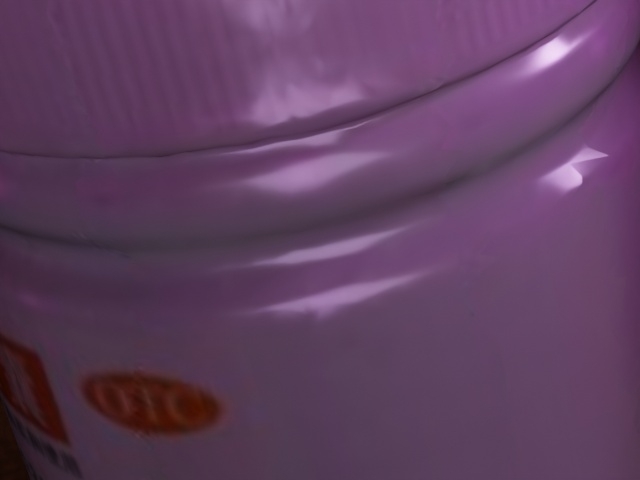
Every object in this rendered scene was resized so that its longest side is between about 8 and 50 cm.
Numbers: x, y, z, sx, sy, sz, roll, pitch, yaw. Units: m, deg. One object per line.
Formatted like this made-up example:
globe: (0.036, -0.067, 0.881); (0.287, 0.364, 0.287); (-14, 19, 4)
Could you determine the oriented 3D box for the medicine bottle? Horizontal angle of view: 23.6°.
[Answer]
medicine bottle: (0.000, 0.000, 0.441); (0.202, 0.202, 0.315); (-12, 119, 0)
